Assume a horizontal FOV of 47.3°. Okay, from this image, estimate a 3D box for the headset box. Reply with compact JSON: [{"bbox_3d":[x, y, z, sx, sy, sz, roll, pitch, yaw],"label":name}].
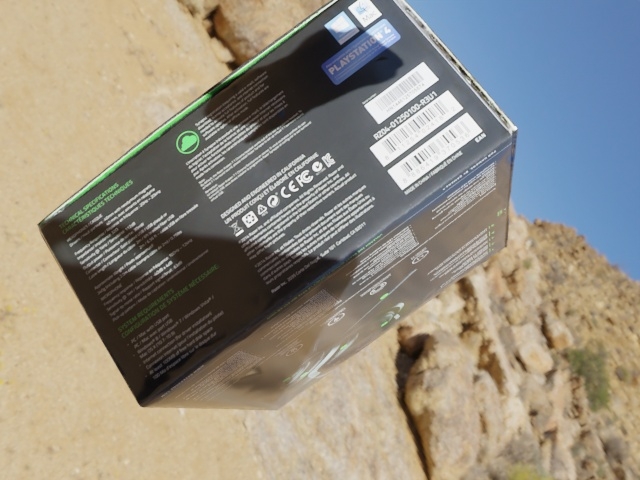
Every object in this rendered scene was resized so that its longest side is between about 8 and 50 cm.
[{"bbox_3d":[0.000,0.000,0.522,0.131,0.246,0.283,55,4,19],"label":"headset box"}]
